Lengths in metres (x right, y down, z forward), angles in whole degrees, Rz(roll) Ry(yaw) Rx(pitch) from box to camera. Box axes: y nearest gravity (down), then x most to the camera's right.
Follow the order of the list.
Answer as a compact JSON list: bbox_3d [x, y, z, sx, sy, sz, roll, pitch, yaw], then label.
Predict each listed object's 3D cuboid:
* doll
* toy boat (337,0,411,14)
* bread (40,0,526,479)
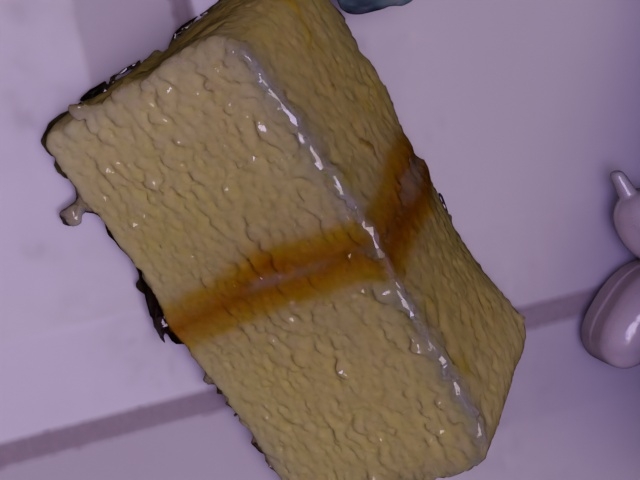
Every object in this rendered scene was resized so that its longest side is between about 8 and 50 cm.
[{"bbox_3d":[0.235,0.003,1.002,0.161,0.059,0.160,9,94,-13],"label":"doll"},{"bbox_3d":[0.045,-0.223,0.915,0.079,0.134,0.207,30,90,31],"label":"toy boat"},{"bbox_3d":[0.000,0.000,0.928,0.178,0.142,0.266,-40,104,-22],"label":"bread"}]
